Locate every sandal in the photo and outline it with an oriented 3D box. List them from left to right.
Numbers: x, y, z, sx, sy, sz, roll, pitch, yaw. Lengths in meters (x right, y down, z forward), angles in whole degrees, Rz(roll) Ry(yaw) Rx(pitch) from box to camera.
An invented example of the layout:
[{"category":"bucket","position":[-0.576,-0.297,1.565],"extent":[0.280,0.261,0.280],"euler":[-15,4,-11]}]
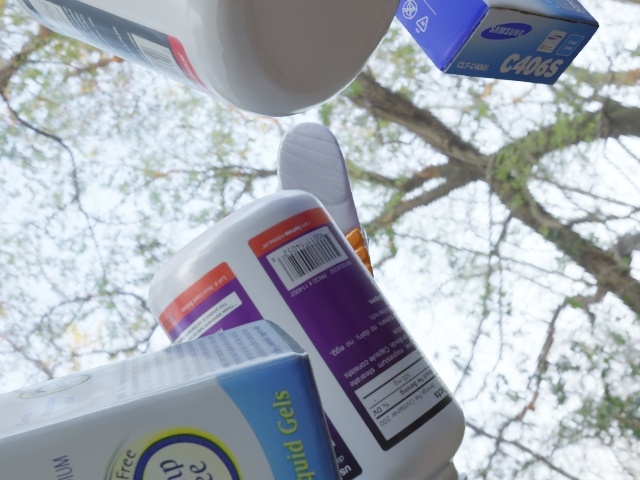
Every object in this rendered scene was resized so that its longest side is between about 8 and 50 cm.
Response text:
[{"category":"sandal","position":[0.010,-0.002,1.109],"extent":[0.076,0.102,0.265],"euler":[-14,-82,-80]}]

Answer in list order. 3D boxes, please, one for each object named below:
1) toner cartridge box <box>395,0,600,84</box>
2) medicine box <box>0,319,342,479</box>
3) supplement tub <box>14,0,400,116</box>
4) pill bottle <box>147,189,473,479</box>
[{"category":"toner cartridge box","position":[0.090,-0.290,0.901],"extent":[0.165,0.348,0.075],"euler":[-5,-38,-43]},{"category":"medicine box","position":[-0.124,0.218,0.593],"extent":[0.289,0.149,0.263],"euler":[-15,-85,-10]},{"category":"supplement tub","position":[-0.095,-0.206,0.633],"extent":[0.191,0.272,0.191],"euler":[-35,-41,-38]},{"category":"pill bottle","position":[0.002,0.127,0.854],"extent":[0.181,0.323,0.181],"euler":[-33,-8,-5]}]
